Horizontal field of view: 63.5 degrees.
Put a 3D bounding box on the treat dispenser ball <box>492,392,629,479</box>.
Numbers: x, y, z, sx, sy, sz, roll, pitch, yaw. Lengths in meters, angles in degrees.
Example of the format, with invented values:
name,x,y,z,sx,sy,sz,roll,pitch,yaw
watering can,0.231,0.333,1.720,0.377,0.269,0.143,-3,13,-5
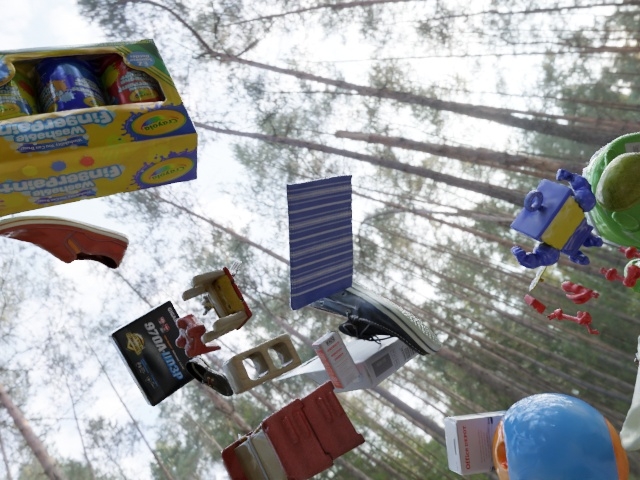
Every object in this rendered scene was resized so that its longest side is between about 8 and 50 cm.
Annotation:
name,x,y,z,sx,sy,sz,roll,pitch,yaw
treat dispenser ball,0.551,0.505,1.204,0.288,0.288,0.288,-18,-61,-36

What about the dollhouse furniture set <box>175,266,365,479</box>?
name,x,y,z,sx,sy,sz,roll,pitch,yaw
dollhouse furniture set,-0.114,0.245,0.909,0.152,0.374,0.201,-15,-22,-42

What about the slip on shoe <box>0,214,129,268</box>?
name,x,y,z,sx,sy,sz,roll,pitch,yaw
slip on shoe,-0.643,0.005,1.305,0.331,0.123,0.101,18,-114,-48

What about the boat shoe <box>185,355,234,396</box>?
name,x,y,z,sx,sy,sz,roll,pitch,yaw
boat shoe,-0.254,0.316,1.182,0.042,0.133,0.049,-16,-46,-60

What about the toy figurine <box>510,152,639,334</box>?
name,x,y,z,sx,sy,sz,roll,pitch,yaw
toy figurine,0.460,-0.043,0.916,0.217,0.191,0.362,31,-83,-26

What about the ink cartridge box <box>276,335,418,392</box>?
name,x,y,z,sx,sy,sz,roll,pitch,yaw
ink cartridge box,0.092,0.402,1.669,0.308,0.385,0.091,-17,-95,-51

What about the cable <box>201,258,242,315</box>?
name,x,y,z,sx,sy,sz,roll,pitch,yaw
cable,-0.306,0.113,1.638,0.072,0.287,0.139,22,-63,-7

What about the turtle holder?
name,x,y,z,sx,sy,sz,roll,pitch,yaw
turtle holder,0.725,-0.074,1.160,0.243,0.320,0.227,-34,-10,-1

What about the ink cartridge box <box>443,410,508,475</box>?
name,x,y,z,sx,sy,sz,roll,pitch,yaw
ink cartridge box,0.441,0.542,1.393,0.191,0.082,0.139,-1,-101,-13

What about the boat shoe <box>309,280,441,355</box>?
name,x,y,z,sx,sy,sz,roll,pitch,yaw
boat shoe,0.143,0.232,1.558,0.187,0.500,0.156,32,-94,-48

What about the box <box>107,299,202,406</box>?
name,x,y,z,sx,sy,sz,roll,pitch,yaw
box,-0.425,0.295,1.364,0.175,0.051,0.220,-31,-81,-34

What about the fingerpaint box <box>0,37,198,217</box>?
name,x,y,z,sx,sy,sz,roll,pitch,yaw
fingerpaint box,-0.550,-0.278,1.181,0.445,0.371,0.163,-14,-32,-24

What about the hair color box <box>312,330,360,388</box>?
name,x,y,z,sx,sy,sz,roll,pitch,yaw
hair color box,0.044,0.326,1.415,0.072,0.043,0.141,-31,-82,-32

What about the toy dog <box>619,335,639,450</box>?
name,x,y,z,sx,sy,sz,roll,pitch,yaw
toy dog,0.827,0.285,0.923,0.395,0.408,0.284,80,-148,-54

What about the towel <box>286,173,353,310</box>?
name,x,y,z,sx,sy,sz,roll,pitch,yaw
towel,0.000,0.000,1.373,0.243,0.040,0.335,-17,-68,-45

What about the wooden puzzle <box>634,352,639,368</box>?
name,x,y,z,sx,sy,sz,roll,pitch,yaw
wooden puzzle,0.731,0.278,1.150,0.083,0.049,0.006,20,-51,-8
